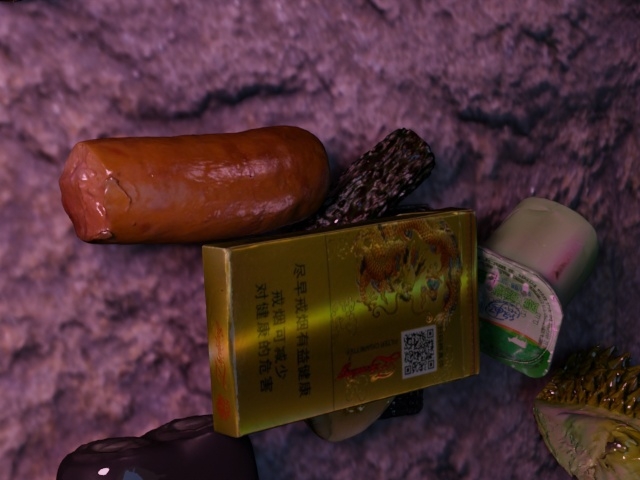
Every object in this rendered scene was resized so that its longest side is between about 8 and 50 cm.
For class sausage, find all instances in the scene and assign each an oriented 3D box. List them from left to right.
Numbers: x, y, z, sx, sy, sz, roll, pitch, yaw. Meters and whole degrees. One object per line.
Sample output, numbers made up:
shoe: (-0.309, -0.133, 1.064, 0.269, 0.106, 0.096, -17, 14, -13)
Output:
sausage: (-0.097, -0.051, 1.268, 0.270, 0.109, 0.109, -8, 104, -41)

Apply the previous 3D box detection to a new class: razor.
razor: (-0.140, 0.335, 1.302, 0.204, 0.113, 0.349, -14, 107, -40)

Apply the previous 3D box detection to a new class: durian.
durian: (0.376, 0.266, 1.744, 0.169, 0.157, 0.355, -23, 118, 5)

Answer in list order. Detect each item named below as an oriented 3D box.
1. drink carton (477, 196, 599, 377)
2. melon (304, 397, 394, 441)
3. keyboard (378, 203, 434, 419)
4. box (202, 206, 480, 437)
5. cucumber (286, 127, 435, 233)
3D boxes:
drink carton: (0.220, 0.034, 1.519, 0.142, 0.146, 0.144, -44, 152, -38)
melon: (0.016, 0.135, 1.420, 0.160, 0.079, 0.128, -27, 128, -38)
keyboard: (0.087, 0.077, 1.497, 0.072, 0.023, 0.231, -5, 102, -37)
box: (0.029, 0.070, 1.335, 0.311, 0.043, 0.173, -10, 101, -39)
cucumber: (0.000, 0.000, 1.380, 0.293, 0.067, 0.067, -45, 123, -23)
